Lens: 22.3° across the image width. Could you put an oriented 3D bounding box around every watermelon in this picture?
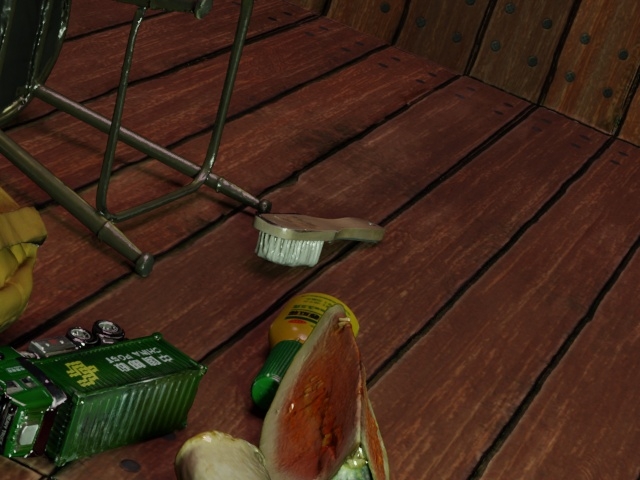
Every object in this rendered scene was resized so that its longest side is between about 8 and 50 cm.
[{"bbox_3d":[-0.003,0.205,1.656,0.128,0.159,0.303,-11,26,3],"label":"watermelon"}]

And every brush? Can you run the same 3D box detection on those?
[{"bbox_3d":[0.000,0.000,2.247,0.070,0.065,0.327,23,11,25],"label":"brush"}]

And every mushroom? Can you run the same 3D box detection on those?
[{"bbox_3d":[-0.058,0.286,1.440,0.123,0.095,0.351,39,8,-26],"label":"mushroom"}]

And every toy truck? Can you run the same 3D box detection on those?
[{"bbox_3d":[-0.249,0.151,1.623,0.121,0.088,0.259,32,24,30],"label":"toy truck"}]

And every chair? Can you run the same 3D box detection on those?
[{"bbox_3d":[-0.281,-0.230,2.162,0.410,0.365,0.362,22,21,19],"label":"chair"}]

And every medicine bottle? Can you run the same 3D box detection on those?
[{"bbox_3d":[-0.025,0.131,1.890,0.095,0.064,0.260,22,23,7],"label":"medicine bottle"}]

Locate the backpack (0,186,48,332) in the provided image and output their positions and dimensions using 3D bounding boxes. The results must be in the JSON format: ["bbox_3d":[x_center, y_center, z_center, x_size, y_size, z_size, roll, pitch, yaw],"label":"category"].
[{"bbox_3d":[-0.455,-0.016,1.632,0.353,0.201,0.378,36,11,-4],"label":"backpack"}]
